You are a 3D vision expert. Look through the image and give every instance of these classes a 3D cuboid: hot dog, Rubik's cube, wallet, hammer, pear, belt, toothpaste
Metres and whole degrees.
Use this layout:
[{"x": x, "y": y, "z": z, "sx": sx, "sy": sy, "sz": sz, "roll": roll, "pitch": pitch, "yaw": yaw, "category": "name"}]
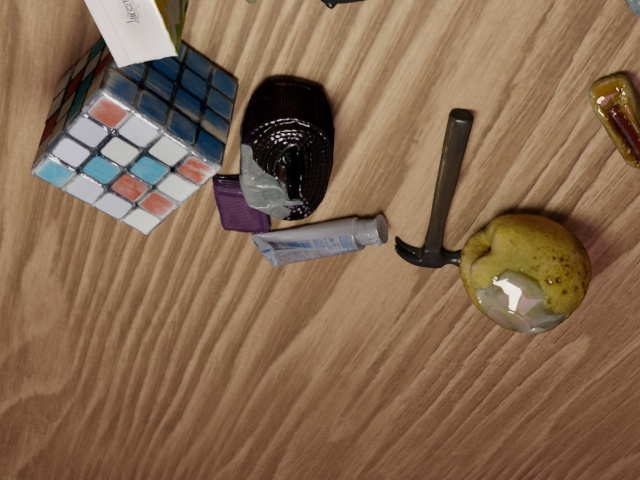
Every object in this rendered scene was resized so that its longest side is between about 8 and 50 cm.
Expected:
[{"x": 0.587, "y": -0.212, "z": 1.761, "sx": 0.084, "sy": 0.073, "sz": 0.242, "roll": -20, "pitch": 133, "yaw": 30, "category": "hot dog"}, {"x": -0.330, "y": -0.210, "z": 1.681, "sx": 0.259, "sy": 0.256, "sz": 0.253, "roll": 34, "pitch": 130, "yaw": -29, "category": "Rubik's cube"}, {"x": -0.167, "y": -0.076, "z": 1.989, "sx": 0.111, "sy": 0.030, "sz": 0.165, "roll": -2, "pitch": 139, "yaw": 4, "category": "wallet"}, {"x": 0.258, "y": -0.095, "z": 1.936, "sx": 0.169, "sy": 0.044, "sz": 0.439, "roll": 3, "pitch": 138, "yaw": -3, "category": "hammer"}, {"x": 0.430, "y": 0.066, "z": 1.976, "sx": 0.271, "sy": 0.271, "sz": 0.271, "roll": 2, "pitch": 138, "yaw": 2, "category": "pear"}, {"x": -0.065, "y": -0.158, "z": 1.794, "sx": 0.184, "sy": 0.164, "sz": 0.289, "roll": 0, "pitch": 141, "yaw": -4, "category": "belt"}, {"x": 0.000, "y": 0.000, "z": 2.046, "sx": 0.299, "sy": 0.073, "sz": 0.114, "roll": -10, "pitch": 138, "yaw": 25, "category": "toothpaste"}]

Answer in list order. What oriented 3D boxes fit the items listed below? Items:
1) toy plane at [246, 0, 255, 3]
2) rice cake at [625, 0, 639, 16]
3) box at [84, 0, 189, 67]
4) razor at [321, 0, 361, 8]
[{"x": -0.084, "y": -0.497, "z": 1.479, "sx": 0.108, "sy": 0.092, "sz": 0.286, "roll": -8, "pitch": 142, "yaw": -20, "category": "toy plane"}, {"x": 0.500, "y": -0.450, "z": 1.503, "sx": 0.063, "sy": 0.069, "sz": 0.206, "roll": -21, "pitch": 134, "yaw": 25, "category": "rice cake"}, {"x": -0.283, "y": -0.425, "z": 1.435, "sx": 0.111, "sy": 0.260, "sz": 0.194, "roll": -7, "pitch": 138, "yaw": 12, "category": "box"}, {"x": 0.063, "y": -0.441, "z": 1.550, "sx": 0.148, "sy": 0.054, "sz": 0.090, "roll": -10, "pitch": 133, "yaw": 13, "category": "razor"}]
